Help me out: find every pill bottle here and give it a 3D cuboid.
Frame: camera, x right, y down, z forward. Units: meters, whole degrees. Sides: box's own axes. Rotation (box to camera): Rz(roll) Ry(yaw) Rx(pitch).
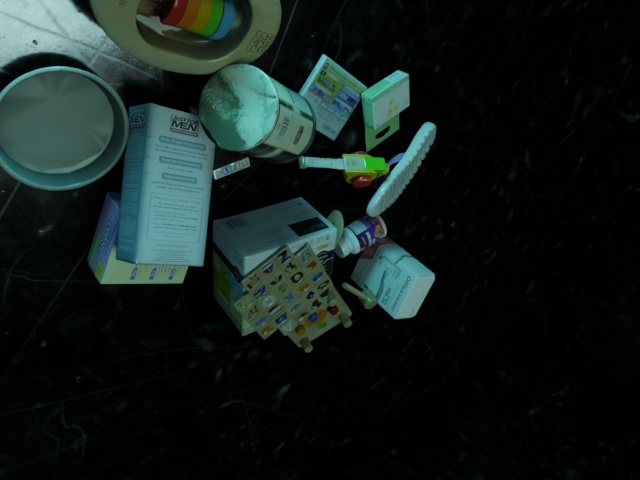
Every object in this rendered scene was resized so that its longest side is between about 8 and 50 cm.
[{"bbox_3d":[0.139,-0.016,2.053,0.194,0.108,0.108,-30,138,-19],"label":"pill bottle"}]

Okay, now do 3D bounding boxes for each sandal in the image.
[{"bbox_3d":[0.004,0.004,1.964,0.079,0.088,0.240,-9,133,-45],"label":"sandal"},{"bbox_3d":[0.271,-0.257,1.989,0.416,0.102,0.169,-52,157,-14],"label":"sandal"}]

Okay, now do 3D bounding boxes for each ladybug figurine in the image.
[{"bbox_3d":[-0.279,-0.514,1.187,0.449,0.161,0.305,3,138,-49],"label":"ladybug figurine"}]

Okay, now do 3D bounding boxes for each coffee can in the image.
[{"bbox_3d":[-0.148,-0.308,1.397,0.201,0.202,0.275,-57,166,11],"label":"coffee can"}]

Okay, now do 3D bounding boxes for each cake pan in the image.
[{"bbox_3d":[-0.584,-0.252,1.246,0.293,0.054,0.293,-24,136,-26],"label":"cake pan"}]

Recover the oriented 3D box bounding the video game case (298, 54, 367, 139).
[{"bbox_3d":[0.025,-0.425,1.676,0.212,0.023,0.193,21,107,-48],"label":"video game case"}]

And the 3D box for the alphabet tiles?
[{"bbox_3d":[-0.107,0.163,1.710,0.285,0.011,0.342,-39,140,-9],"label":"alphabet tiles"}]

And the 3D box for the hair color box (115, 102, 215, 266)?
[{"bbox_3d":[-0.377,-0.129,1.369,0.185,0.114,0.374,5,92,-44],"label":"hair color box"}]

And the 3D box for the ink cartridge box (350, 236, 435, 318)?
[{"bbox_3d":[0.277,0.141,2.170,0.117,0.283,0.207,1,121,-43],"label":"ink cartridge box"}]

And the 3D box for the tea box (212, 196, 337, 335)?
[{"bbox_3d":[-0.152,0.078,1.781,0.329,0.220,0.323,-17,131,-31],"label":"tea box"}]

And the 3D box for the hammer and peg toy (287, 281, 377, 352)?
[{"bbox_3d":[0.018,0.252,2.113,0.361,0.127,0.266,-33,140,1],"label":"hammer and peg toy"}]

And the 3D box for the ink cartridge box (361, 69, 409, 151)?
[{"bbox_3d":[0.216,-0.412,1.816,0.171,0.056,0.235,-37,141,-22],"label":"ink cartridge box"}]

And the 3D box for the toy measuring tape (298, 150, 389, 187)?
[{"bbox_3d":[0.073,-0.234,1.834,0.330,0.121,0.121,-2,124,-22],"label":"toy measuring tape"}]

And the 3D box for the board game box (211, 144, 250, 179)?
[{"bbox_3d":[-0.269,-0.214,1.482,0.104,0.154,0.026,-27,126,-24],"label":"board game box"}]

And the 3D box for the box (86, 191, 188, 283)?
[{"bbox_3d":[-0.471,-0.001,1.508,0.243,0.117,0.213,3,120,-44],"label":"box"}]
